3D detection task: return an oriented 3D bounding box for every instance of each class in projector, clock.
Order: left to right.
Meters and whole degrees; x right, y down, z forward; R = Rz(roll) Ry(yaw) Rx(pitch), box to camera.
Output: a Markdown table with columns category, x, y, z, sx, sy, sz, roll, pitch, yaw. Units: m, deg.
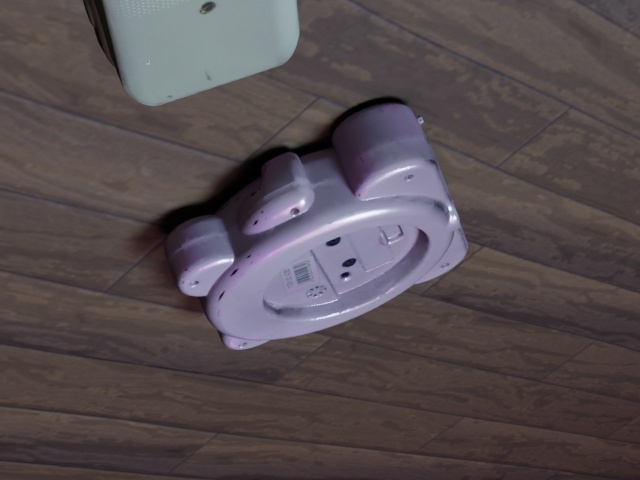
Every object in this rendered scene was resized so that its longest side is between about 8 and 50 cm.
| category | x | y | z | sx | sy | sz | roll | pitch | yaw |
| --- | --- | --- | --- | --- | --- | --- | --- | --- | --- |
| projector | -0.115 | -0.237 | 1.203 | 0.163 | 0.177 | 0.242 | -19 | 150 | -7 |
| clock | 0.000 | 0.000 | 1.760 | 0.322 | 0.113 | 0.295 | -25 | 152 | 3 |
